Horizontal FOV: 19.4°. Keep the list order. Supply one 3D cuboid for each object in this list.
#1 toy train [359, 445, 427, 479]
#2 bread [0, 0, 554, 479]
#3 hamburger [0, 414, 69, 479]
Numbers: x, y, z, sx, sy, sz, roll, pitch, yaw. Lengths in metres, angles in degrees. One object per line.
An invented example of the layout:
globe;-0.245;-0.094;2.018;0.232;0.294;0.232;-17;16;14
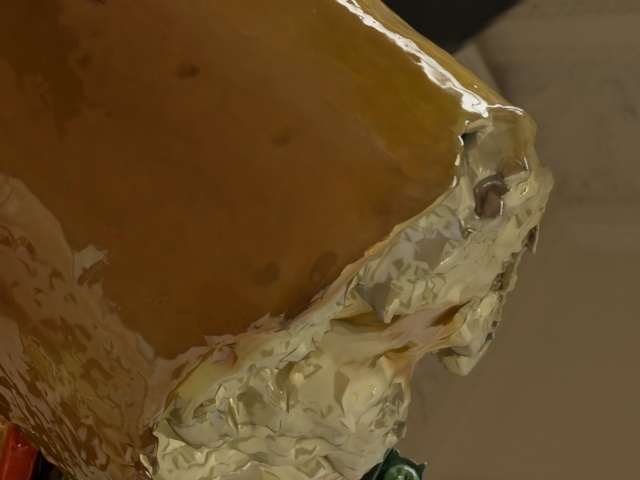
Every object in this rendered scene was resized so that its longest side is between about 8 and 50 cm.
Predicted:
toy train;0.047;0.209;1.547;0.111;0.170;0.071;24;-110;13
bread;-0.115;-0.022;0.993;0.394;0.361;0.250;40;-117;13
hamburger;-0.223;0.187;1.437;0.250;0.330;0.330;12;-135;-2
